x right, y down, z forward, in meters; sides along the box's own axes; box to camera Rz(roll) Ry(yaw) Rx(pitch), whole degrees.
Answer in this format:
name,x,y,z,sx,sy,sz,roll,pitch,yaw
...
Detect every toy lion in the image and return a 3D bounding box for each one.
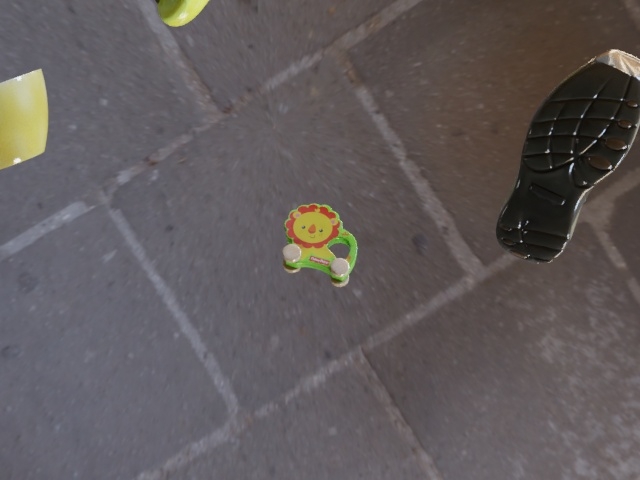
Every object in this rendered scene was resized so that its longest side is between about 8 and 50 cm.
name,x,y,z,sx,sy,sz,roll,pitch,yaw
toy lion,0.000,0.000,1.418,0.100,0.034,0.096,17,59,11

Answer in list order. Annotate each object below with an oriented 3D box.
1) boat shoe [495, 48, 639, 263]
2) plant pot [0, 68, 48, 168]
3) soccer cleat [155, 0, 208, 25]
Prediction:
name,x,y,z,sx,sy,sz,roll,pitch,yaw
boat shoe,0.320,-0.115,1.478,0.122,0.120,0.324,30,134,6
plant pot,-0.382,-0.139,1.380,0.134,0.134,0.095,-19,102,0
soccer cleat,-0.123,-0.376,1.452,0.121,0.093,0.289,39,54,-37
